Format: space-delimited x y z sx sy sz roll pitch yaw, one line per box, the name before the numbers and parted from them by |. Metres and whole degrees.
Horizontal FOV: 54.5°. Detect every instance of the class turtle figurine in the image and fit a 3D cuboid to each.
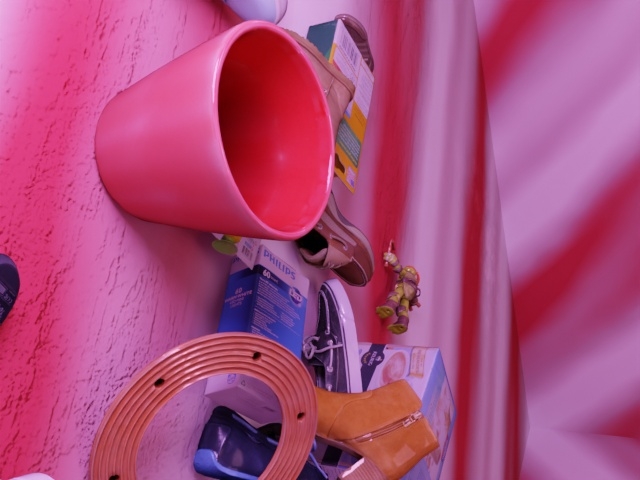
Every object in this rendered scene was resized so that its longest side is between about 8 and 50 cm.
turtle figurine | 0.232 0.148 1.706 0.270 0.087 0.217 65 36 -36

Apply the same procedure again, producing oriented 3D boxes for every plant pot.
plant pot | -0.149 -0.128 0.840 0.275 0.243 0.275 12 76 -59

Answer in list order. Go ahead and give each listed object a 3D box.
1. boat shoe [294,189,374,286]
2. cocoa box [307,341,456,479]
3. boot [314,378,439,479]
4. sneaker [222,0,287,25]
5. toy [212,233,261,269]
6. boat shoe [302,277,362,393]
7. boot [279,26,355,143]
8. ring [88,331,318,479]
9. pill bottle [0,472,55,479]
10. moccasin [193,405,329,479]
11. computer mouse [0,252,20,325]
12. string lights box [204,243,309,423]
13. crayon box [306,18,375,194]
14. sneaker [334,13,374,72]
boat shoe | 0.000 0.000 1.270 0.324 0.122 0.120 52 50 -36
cocoa box | 0.141 0.427 1.370 0.347 0.227 0.232 -58 137 -46
boot | 0.070 0.312 1.171 0.211 0.295 0.104 -30 164 -19
sneaker | -0.188 -0.451 0.938 0.366 0.135 0.150 50 53 -37
toy | -0.143 -0.081 1.049 0.137 0.056 0.237 49 38 -43
boat shoe | 0.014 0.231 1.270 0.113 0.104 0.307 145 -60 -72
boot | -0.052 -0.231 1.126 0.236 0.089 0.270 29 60 -19
ring | -0.154 0.284 0.878 0.336 0.032 0.337 -11 112 -29
pill bottle | -0.354 0.288 0.551 0.245 0.136 0.137 9 80 -61
moccasin | -0.074 0.371 1.072 0.342 0.137 0.117 48 43 -51
computer mouse | -0.388 0.110 0.615 0.071 0.041 0.242 81 29 -50
string lights box | -0.096 0.152 1.029 0.133 0.076 0.260 41 41 -36
crayon box | 0.024 -0.283 1.351 0.203 0.083 0.323 45 49 -52
sneaker | 0.083 -0.454 1.490 0.188 0.066 0.071 49 48 -49
